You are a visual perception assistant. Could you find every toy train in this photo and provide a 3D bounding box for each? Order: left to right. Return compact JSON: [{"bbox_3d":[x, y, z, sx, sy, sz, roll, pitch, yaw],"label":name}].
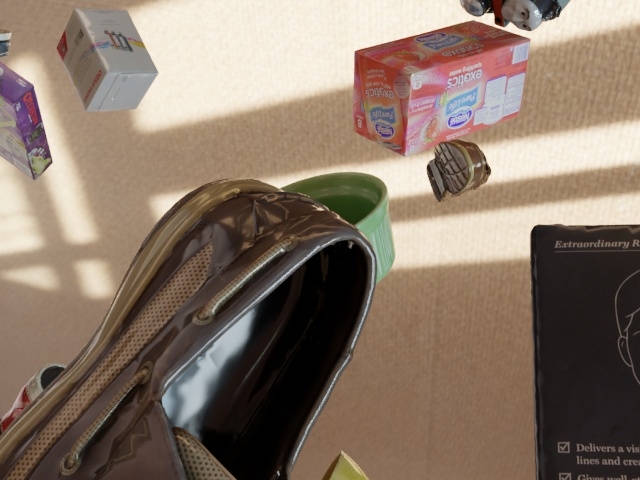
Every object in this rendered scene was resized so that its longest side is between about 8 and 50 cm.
[{"bbox_3d":[0.379,-0.483,1.487,0.190,0.334,0.142,30,158,32],"label":"toy train"}]

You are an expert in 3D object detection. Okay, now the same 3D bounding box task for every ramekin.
[{"bbox_3d":[0.000,0.000,1.727,0.304,0.303,0.148,-1,120,29],"label":"ramekin"}]

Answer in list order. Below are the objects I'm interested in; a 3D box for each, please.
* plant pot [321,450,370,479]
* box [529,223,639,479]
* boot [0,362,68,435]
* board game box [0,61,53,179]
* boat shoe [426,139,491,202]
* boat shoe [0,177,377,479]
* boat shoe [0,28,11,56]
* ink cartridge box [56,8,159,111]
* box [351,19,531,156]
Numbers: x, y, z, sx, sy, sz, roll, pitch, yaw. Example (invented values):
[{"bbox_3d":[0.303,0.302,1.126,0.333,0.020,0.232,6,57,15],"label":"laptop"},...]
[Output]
[{"bbox_3d":[0.043,0.439,1.513,0.095,0.134,0.134,30,139,3],"label":"plant pot"},{"bbox_3d":[0.375,0.193,0.944,0.294,0.395,0.212,-1,145,14],"label":"box"},{"bbox_3d":[-0.298,0.287,1.109,0.244,0.088,0.176,45,119,0],"label":"boot"},{"bbox_3d":[-0.542,-0.242,1.275,0.347,0.056,0.208,34,159,7],"label":"board game box"},{"bbox_3d":[0.170,-0.088,1.057,0.178,0.060,0.064,111,140,-84],"label":"boat shoe"},{"bbox_3d":[-0.084,0.121,0.452,0.132,0.355,0.130,34,163,-33],"label":"boat shoe"},{"bbox_3d":[-0.510,-0.221,1.112,0.255,0.095,0.079,-7,103,-6],"label":"boat shoe"},{"bbox_3d":[-0.444,-0.373,1.855,0.128,0.127,0.176,-45,65,42],"label":"ink cartridge box"},{"bbox_3d":[0.211,-0.271,1.557,0.142,0.300,0.154,32,134,41],"label":"box"}]
